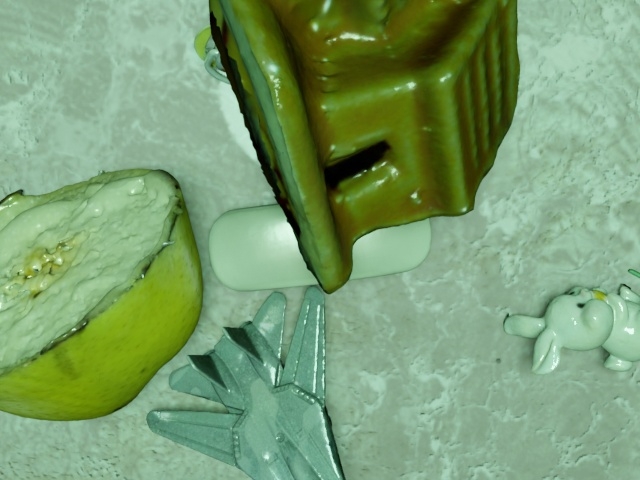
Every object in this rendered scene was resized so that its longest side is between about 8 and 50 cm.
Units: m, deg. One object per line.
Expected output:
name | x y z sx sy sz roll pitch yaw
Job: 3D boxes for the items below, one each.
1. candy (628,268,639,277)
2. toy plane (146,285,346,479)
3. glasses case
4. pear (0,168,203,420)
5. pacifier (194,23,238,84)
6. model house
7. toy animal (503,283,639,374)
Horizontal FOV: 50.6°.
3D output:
candy | 0.352 0.054 0.648 0.123 0.035 0.035 27 110 5
toy plane | -0.019 0.193 0.619 0.212 0.088 0.267 -39 79 7
glasses case | 0.000 0.000 0.620 0.204 0.051 0.081 -5 96 1
pear | -0.204 0.072 0.577 0.266 0.267 0.178 -21 123 3
pacifier | -0.069 -0.173 0.598 0.083 0.068 0.064 14 65 -20
model house | 0.050 -0.140 0.515 0.239 0.173 0.268 -21 126 -7
toy animal | 0.249 0.076 0.627 0.124 0.071 0.085 9 118 -10
